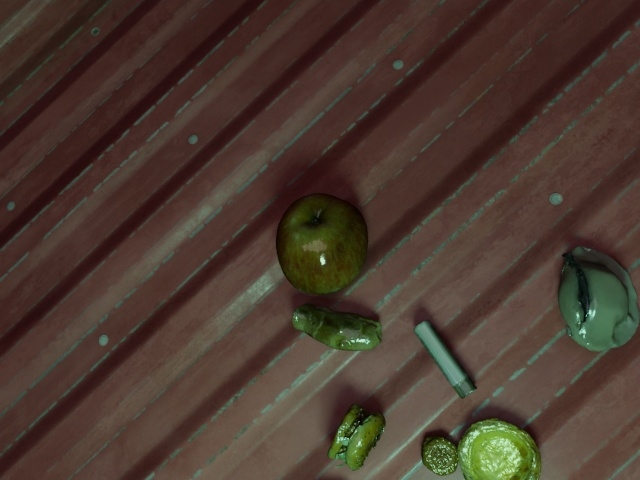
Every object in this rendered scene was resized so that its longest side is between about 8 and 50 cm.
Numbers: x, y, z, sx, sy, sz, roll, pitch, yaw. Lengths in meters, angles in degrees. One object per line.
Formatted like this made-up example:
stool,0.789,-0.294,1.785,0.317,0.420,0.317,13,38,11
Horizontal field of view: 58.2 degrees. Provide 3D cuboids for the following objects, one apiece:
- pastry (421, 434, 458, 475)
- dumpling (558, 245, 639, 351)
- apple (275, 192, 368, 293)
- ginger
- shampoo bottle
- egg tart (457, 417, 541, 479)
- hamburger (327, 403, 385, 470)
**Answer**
pastry,0.322,0.580,1.555,0.097,0.057,0.109,-44,72,-6
dumpling,0.736,0.144,1.510,0.205,0.163,0.292,0,64,18
apple,0.000,0.000,1.681,0.278,0.250,0.309,-20,70,9
ginger,0.049,0.257,1.676,0.263,0.109,0.116,15,83,18
shampoo bottle,0.344,0.328,1.595,0.056,0.086,0.227,-36,70,5
egg tart,0.466,0.572,1.502,0.213,0.090,0.212,-4,73,13
hamburger,0.098,0.544,1.564,0.114,0.177,0.185,27,57,12
